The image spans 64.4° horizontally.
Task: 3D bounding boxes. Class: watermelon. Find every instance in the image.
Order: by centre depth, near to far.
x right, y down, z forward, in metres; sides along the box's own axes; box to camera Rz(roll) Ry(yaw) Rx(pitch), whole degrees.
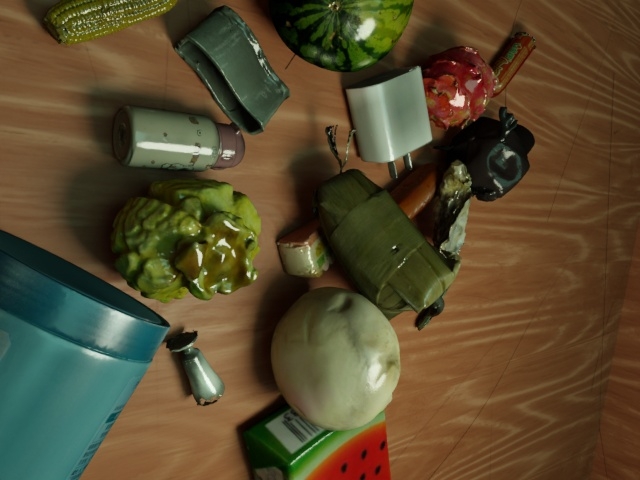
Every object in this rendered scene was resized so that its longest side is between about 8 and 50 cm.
[{"bbox_3d":[0.045,-0.480,1.008,0.285,0.285,0.285,-10,106,-38],"label":"watermelon"}]

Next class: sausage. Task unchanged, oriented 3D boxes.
[{"bbox_3d":[0.217,-0.096,1.355,0.330,0.102,0.102,-41,122,-27],"label":"sausage"},{"bbox_3d":[0.569,-0.527,1.562,0.264,0.083,0.083,-53,127,-17],"label":"sausage"}]

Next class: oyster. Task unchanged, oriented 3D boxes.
[{"bbox_3d":[0.350,-0.056,1.369,0.275,0.101,0.270,47,52,-72],"label":"oyster"}]

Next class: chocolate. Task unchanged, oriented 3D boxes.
[{"bbox_3d":[0.015,0.545,1.285,0.360,0.161,0.341,-24,117,-34],"label":"chocolate"}]

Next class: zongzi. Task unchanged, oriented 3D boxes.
[{"bbox_3d":[0.082,-0.003,1.208,0.181,0.418,0.447,-34,78,-20],"label":"zongzi"}]

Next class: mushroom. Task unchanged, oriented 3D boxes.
[{"bbox_3d":[0.017,0.259,1.165,0.315,0.356,0.315,0,91,-16],"label":"mushroom"}]

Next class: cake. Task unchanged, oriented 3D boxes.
[{"bbox_3d":[0.013,0.002,1.216,0.225,0.090,0.109,-32,114,-32],"label":"cake"}]

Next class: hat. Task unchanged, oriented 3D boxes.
[{"bbox_3d":[0.466,-0.289,1.438,0.209,0.238,0.336,57,50,-30],"label":"hat"}]

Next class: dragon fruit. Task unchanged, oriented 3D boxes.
[{"bbox_3d":[0.358,-0.408,1.339,0.268,0.205,0.210,-40,163,-51],"label":"dragon fruit"}]

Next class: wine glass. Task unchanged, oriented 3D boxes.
[{"bbox_3d":[-0.260,0.266,1.061,0.072,0.072,0.155,-34,118,-29],"label":"wine glass"}]

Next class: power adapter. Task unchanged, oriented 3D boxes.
[{"bbox_3d":[0.179,-0.284,1.266,0.187,0.124,0.255,-30,118,-29],"label":"power adapter"}]

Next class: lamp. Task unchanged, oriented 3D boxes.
[{"bbox_3d":[0.319,0.116,1.474,0.203,0.125,0.283,-58,131,-27],"label":"lamp"}]

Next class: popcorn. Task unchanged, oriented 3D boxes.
[{"bbox_3d":[-0.235,-0.001,0.920,0.258,0.270,0.223,-4,103,7],"label":"popcorn"}]

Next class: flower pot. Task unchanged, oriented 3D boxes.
[{"bbox_3d":[-0.162,-0.326,0.988,0.108,0.103,0.229,-53,127,-19],"label":"flower pot"}]

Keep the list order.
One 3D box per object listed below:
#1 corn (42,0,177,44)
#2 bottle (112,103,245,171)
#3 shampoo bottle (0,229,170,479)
[{"bbox_3d":[-0.340,-0.389,0.844,0.231,0.080,0.080,-40,122,-27],"label":"corn"},{"bbox_3d":[-0.251,-0.183,0.942,0.233,0.110,0.109,-1,100,-40],"label":"bottle"},{"bbox_3d":[-0.447,0.194,0.721,0.331,0.331,0.342,37,77,-38],"label":"shampoo bottle"}]
